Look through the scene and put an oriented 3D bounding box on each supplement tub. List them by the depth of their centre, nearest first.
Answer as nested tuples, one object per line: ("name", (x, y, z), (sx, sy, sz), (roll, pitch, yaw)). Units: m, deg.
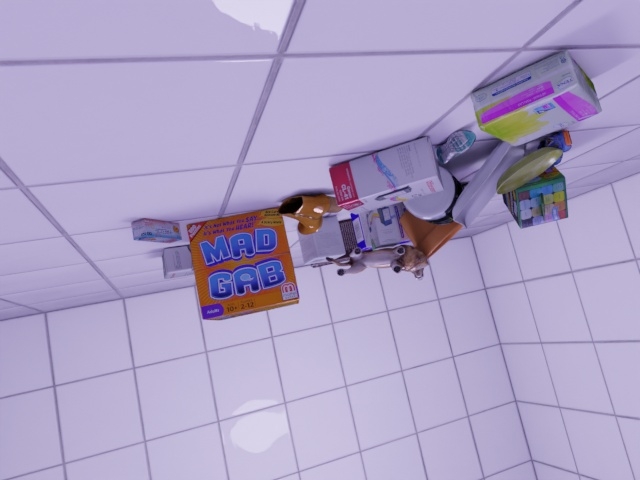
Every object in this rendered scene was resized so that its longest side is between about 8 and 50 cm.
("supplement tub", (0.427, -0.158, 1.747), (0.194, 0.193, 0.316), (-16, 170, 22))

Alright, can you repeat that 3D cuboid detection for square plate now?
("square plate", (0.572, -0.201, 1.632), (0.344, 0.049, 0.347), (-55, 158, 12))

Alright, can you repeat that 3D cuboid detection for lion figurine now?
("lion figurine", (0.234, 0.079, 1.910), (0.393, 0.142, 0.240), (5, -179, 12))

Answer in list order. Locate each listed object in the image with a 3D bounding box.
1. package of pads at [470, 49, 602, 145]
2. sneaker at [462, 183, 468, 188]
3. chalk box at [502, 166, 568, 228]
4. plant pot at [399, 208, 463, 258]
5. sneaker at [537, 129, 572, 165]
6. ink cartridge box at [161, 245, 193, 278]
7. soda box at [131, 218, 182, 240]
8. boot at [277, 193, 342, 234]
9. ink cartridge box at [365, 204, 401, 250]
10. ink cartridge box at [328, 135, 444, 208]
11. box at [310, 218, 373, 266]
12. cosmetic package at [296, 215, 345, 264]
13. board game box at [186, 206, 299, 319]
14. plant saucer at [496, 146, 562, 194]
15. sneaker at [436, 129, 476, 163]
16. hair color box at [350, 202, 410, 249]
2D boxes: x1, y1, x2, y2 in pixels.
("package of pads", (0.515, -0.322, 1.141), (0.229, 0.101, 0.297), (-20, 168, 38))
("sneaker", (0.662, -0.180, 2.144), (0.111, 0.129, 0.297), (-17, 169, 37))
("chalk box", (0.813, -0.173, 1.802), (0.179, 0.180, 0.289), (-14, -150, 10))
("plant pot", (0.478, -0.083, 2.035), (0.291, 0.203, 0.291), (-39, 166, -11))
("sneaker", (0.800, -0.320, 1.666), (0.087, 0.083, 0.221), (-5, 164, 10))
("ink cartridge box", (-0.577, 0.090, 2.178), (0.273, 0.114, 0.197), (-9, 172, -23))
("soda box", (-0.555, -0.030, 1.623), (0.058, 0.062, 0.183), (-16, 171, 20))
("boot", (-0.073, -0.101, 1.776), (0.211, 0.104, 0.295), (1, 160, -36))
("ink cartridge box", (0.250, -0.077, 1.956), (0.093, 0.212, 0.154), (-8, 171, -7))
("ink cartridge box", (0.207, -0.189, 1.466), (0.306, 0.131, 0.226), (-14, 171, 18))
("box", (0.123, 0.002, 2.353), (0.382, 0.191, 0.143), (-12, 171, 2))
("cosmetic package", (0.000, 0.000, 2.177), (0.152, 0.183, 0.151), (-7, 170, -27))
("board game box", (-0.291, 0.108, 1.896), (0.357, 0.356, 0.356), (-11, 171, -5))
("plant saucer", (0.691, -0.240, 1.601), (0.241, 0.037, 0.241), (-26, 163, -9))
("sneaker", (0.411, -0.287, 1.405), (0.076, 0.064, 0.166), (-27, 180, -20))
("hair color box", (0.323, -0.071, 2.174), (0.339, 0.185, 0.110), (-9, 171, -17))
